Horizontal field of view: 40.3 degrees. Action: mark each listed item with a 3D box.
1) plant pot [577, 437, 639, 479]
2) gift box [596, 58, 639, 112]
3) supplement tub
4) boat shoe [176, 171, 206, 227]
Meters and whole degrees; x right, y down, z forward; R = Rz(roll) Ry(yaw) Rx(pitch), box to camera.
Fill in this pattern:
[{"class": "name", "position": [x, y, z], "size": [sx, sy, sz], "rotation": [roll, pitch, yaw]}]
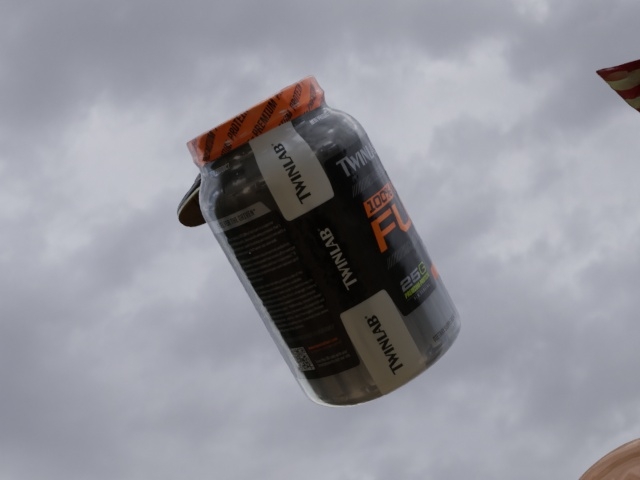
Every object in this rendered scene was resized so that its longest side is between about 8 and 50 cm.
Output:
[{"class": "plant pot", "position": [0.399, 0.356, 0.969], "size": [0.203, 0.291, 0.291], "rotation": [47, -59, -8]}, {"class": "gift box", "position": [0.372, -0.215, 0.719], "size": [0.276, 0.258, 0.255], "rotation": [0, -87, 17]}, {"class": "supplement tub", "position": [0.000, 0.000, 0.988], "size": [0.207, 0.207, 0.338], "rotation": [-24, -78, 24]}, {"class": "boat shoe", "position": [-0.131, -0.081, 1.133], "size": [0.152, 0.049, 0.056], "rotation": [-43, -43, 4]}]
